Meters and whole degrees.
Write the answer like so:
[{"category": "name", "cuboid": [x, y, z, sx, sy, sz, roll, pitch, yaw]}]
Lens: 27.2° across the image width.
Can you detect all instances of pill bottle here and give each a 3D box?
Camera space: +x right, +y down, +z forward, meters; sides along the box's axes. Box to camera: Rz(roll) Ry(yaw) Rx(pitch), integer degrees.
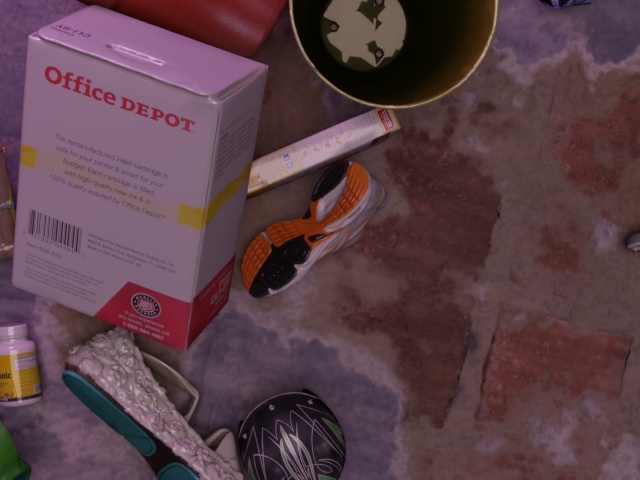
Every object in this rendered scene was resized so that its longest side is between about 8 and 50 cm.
[{"category": "pill bottle", "cuboid": [-0.445, 0.181, 1.932, 0.065, 0.065, 0.116, -6, 93, -6]}]

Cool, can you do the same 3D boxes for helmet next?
[{"category": "helmet", "cuboid": [-0.041, 0.300, 1.931, 0.169, 0.161, 0.169, 0, 93, -6]}]

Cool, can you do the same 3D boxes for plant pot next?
[{"category": "plant pot", "cuboid": [-0.180, -0.385, 1.846, 0.265, 0.272, 0.272, 30, 90, -15]}, {"category": "plant pot", "cuboid": [0.083, -0.314, 1.845, 0.274, 0.293, 0.275, 0, 93, -5]}]

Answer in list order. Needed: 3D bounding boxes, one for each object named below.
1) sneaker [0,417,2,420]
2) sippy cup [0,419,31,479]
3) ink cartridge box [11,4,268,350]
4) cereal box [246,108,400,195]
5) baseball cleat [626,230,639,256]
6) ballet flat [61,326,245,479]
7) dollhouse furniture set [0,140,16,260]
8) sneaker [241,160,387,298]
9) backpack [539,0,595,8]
[{"category": "sneaker", "cuboid": [-0.508, 0.221, 1.941, 0.058, 0.052, 0.135, -22, 102, -14]}, {"category": "sippy cup", "cuboid": [-0.566, 0.344, 1.859, 0.224, 0.240, 0.305, 37, 80, 4]}, {"category": "ink cartridge box", "cuboid": [-0.246, -0.086, 1.775, 0.279, 0.160, 0.385, 21, 122, 14]}, {"category": "cereal box", "cuboid": [-0.009, -0.125, 1.906, 0.240, 0.173, 0.047, -23, 90, -4]}, {"category": "baseball cleat", "cuboid": [0.560, -0.039, 2.032, 0.206, 0.072, 0.109, -10, 78, -7]}, {"category": "ballet flat", "cuboid": [-0.204, 0.287, 1.936, 0.147, 0.147, 0.409, -41, 97, -3]}, {"category": "dollhouse furniture set", "cuboid": [-0.600, -0.055, 1.902, 0.301, 0.151, 0.198, -15, 118, -22]}, {"category": "sneaker", "cuboid": [0.000, 0.000, 1.956, 0.262, 0.121, 0.099, -42, 60, 18]}, {"category": "backpack", "cuboid": [0.389, -0.422, 1.946, 0.117, 0.158, 0.173, 9, 106, -24]}]
